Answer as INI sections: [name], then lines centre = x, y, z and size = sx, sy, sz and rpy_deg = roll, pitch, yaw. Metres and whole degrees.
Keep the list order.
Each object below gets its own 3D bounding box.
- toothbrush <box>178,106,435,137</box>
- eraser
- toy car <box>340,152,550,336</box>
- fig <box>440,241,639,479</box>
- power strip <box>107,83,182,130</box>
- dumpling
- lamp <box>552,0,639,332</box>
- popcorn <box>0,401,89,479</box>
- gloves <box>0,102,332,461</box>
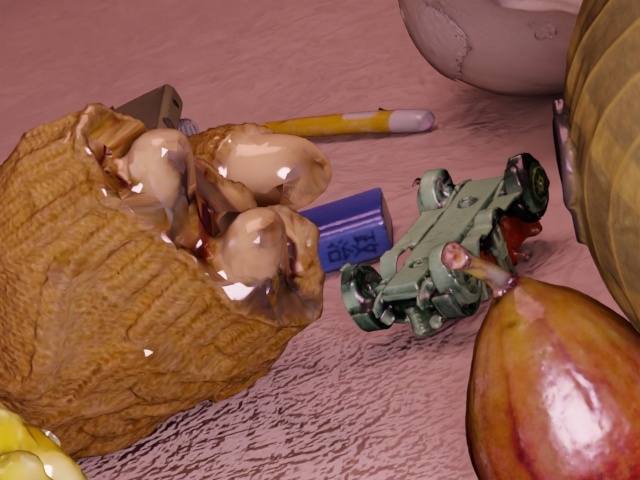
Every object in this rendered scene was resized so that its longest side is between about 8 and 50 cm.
[toothbrush]
centre = -0.025, -0.085, 1.443
size = 0.288, 0.024, 0.021
rpy_deg = -2, 28, 46
[eraser]
centre = 0.000, 0.000, 1.135
size = 0.085, 0.027, 0.063
rpy_deg = -16, 18, 7
[toy car]
centre = 0.069, 0.005, 0.997
size = 0.073, 0.054, 0.143
rpy_deg = -11, 22, 31
[fig]
centre = 0.085, 0.045, 0.720
size = 0.089, 0.125, 0.089
rpy_deg = -22, 18, 7
[power strip]
centre = -0.144, -0.071, 1.478
size = 0.076, 0.028, 0.169
rpy_deg = -26, 24, 13
[dumpling]
centre = 0.180, -0.182, 1.307
size = 0.260, 0.181, 0.341
rpy_deg = 2, -13, 0
[lamp]
centre = 0.194, -0.027, 0.649
size = 0.250, 0.250, 0.284
rpy_deg = -7, 29, 37
[popcorn]
centre = -0.152, 0.137, 0.628
size = 0.198, 0.198, 0.212
rpy_deg = -14, 51, 17
[gloves]
centre = -0.120, 0.028, 0.956
size = 0.203, 0.155, 0.356
rpy_deg = -23, 0, -36
